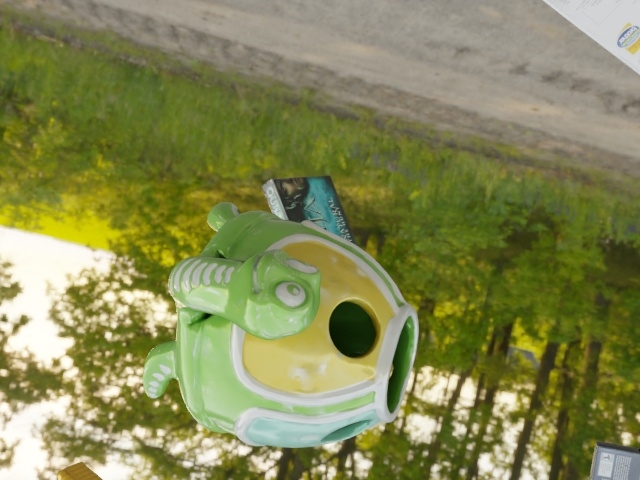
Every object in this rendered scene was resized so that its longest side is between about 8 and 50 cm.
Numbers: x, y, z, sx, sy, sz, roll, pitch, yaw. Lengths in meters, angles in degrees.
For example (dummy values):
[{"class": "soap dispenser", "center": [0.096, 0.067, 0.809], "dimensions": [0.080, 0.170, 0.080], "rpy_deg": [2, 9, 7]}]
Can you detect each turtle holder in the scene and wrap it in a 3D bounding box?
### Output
[{"class": "turtle holder", "center": [-0.024, 0.077, 0.718], "dimensions": [0.227, 0.243, 0.320], "rpy_deg": [13, 135, 19]}]

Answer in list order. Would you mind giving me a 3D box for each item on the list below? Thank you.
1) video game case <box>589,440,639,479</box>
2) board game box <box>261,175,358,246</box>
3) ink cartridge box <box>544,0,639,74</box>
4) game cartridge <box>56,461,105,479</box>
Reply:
[{"class": "video game case", "center": [0.625, 0.479, 1.277], "dimensions": [0.274, 0.196, 0.026], "rpy_deg": [7, -168, 13]}, {"class": "board game box", "center": [0.000, 0.000, 0.981], "dimensions": [0.026, 0.186, 0.126], "rpy_deg": [-30, 167, 38]}, {"class": "ink cartridge box", "center": [0.391, -0.326, 0.859], "dimensions": [0.311, 0.065, 0.186], "rpy_deg": [38, 137, -1]}, {"class": "game cartridge", "center": [-0.226, 0.456, 0.861], "dimensions": [0.323, 0.286, 0.052], "rpy_deg": [16, -157, 40]}]
